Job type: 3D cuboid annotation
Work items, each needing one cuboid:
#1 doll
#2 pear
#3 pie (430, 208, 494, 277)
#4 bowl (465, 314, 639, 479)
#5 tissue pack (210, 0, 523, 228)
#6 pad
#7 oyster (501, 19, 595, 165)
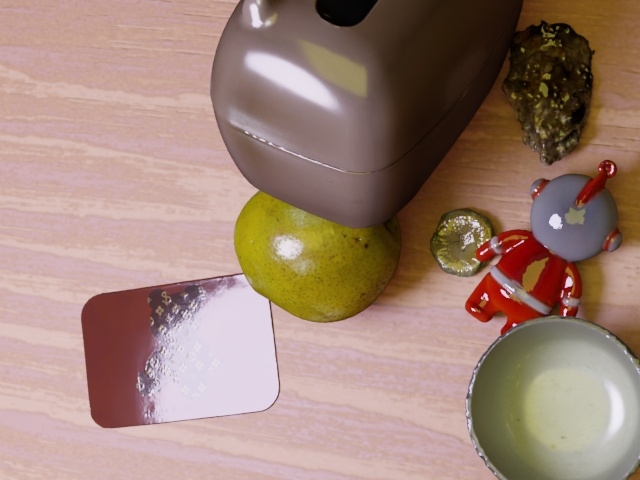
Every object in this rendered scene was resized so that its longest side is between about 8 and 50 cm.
[{"bbox_3d":[0.269,0.008,1.716,0.142,0.076,0.245,36,101,14],"label":"doll"},{"bbox_3d":[0.001,0.001,1.754,0.198,0.198,0.198,-2,84,18],"label":"pear"},{"bbox_3d":[0.172,0.003,1.777,0.084,0.020,0.084,-1,87,19],"label":"pie"},{"bbox_3d":[0.280,0.190,1.675,0.211,0.112,0.211,-1,86,19],"label":"bowl"},{"bbox_3d":[0.059,-0.232,1.639,0.267,0.277,0.387,27,61,18],"label":"tissue pack"},{"bbox_3d":[-0.184,0.143,1.893,0.267,0.004,0.181,-9,83,17],"label":"pad"},{"bbox_3d":[0.268,-0.175,1.747,0.105,0.056,0.177,7,83,11],"label":"oyster"}]
